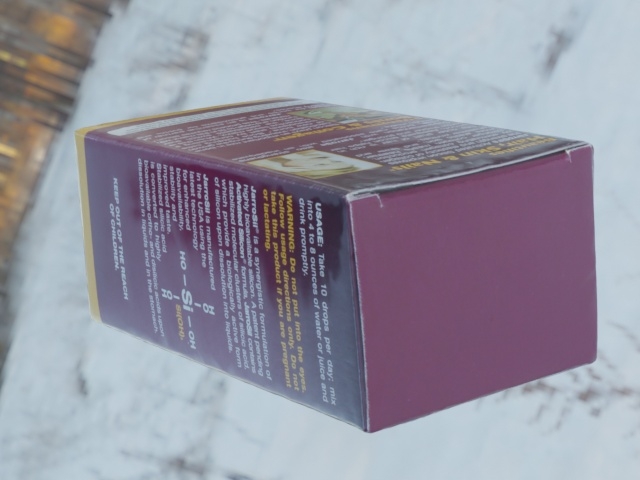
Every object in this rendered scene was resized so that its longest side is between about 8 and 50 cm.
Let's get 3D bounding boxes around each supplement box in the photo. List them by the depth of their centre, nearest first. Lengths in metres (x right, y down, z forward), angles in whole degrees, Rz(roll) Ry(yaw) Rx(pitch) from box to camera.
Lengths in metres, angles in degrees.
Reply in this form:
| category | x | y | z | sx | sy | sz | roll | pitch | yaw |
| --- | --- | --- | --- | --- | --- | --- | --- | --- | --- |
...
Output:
| category | x | y | z | sx | sy | sz | roll | pitch | yaw |
| --- | --- | --- | --- | --- | --- | --- | --- | --- | --- |
| supplement box | 0.000 | 0.000 | 0.638 | 0.188 | 0.104 | 0.081 | 15 | 113 | 54 |
